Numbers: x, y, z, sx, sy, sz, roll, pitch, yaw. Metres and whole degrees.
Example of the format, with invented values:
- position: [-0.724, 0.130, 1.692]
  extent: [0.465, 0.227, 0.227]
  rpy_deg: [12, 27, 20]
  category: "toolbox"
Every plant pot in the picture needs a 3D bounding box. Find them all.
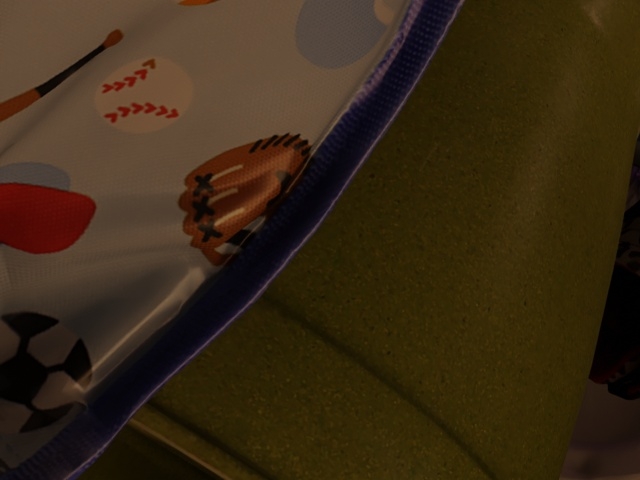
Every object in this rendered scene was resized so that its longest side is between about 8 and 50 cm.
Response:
- position: [0.000, 0.000, 0.758]
  extent: [0.353, 0.366, 0.366]
  rpy_deg: [-58, 146, -23]
  category: "plant pot"

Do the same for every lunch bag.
- position: [-0.124, -0.141, 0.489]
  extent: [0.239, 0.328, 0.385]
  rpy_deg: [21, 99, -49]
  category: "lunch bag"

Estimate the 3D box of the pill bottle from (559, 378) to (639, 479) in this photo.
- position: [0.232, 0.268, 1.298]
  extent: [0.204, 0.204, 0.361]
  rpy_deg: [-34, 137, -31]
  category: "pill bottle"

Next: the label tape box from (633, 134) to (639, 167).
- position: [0.285, -0.230, 1.022]
  extent: [0.347, 0.115, 0.249]
  rpy_deg: [-59, 171, 0]
  category: "label tape box"

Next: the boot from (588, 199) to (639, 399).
- position: [0.301, 0.007, 1.180]
  extent: [0.284, 0.138, 0.377]
  rpy_deg: [-36, 176, -19]
  category: "boot"
